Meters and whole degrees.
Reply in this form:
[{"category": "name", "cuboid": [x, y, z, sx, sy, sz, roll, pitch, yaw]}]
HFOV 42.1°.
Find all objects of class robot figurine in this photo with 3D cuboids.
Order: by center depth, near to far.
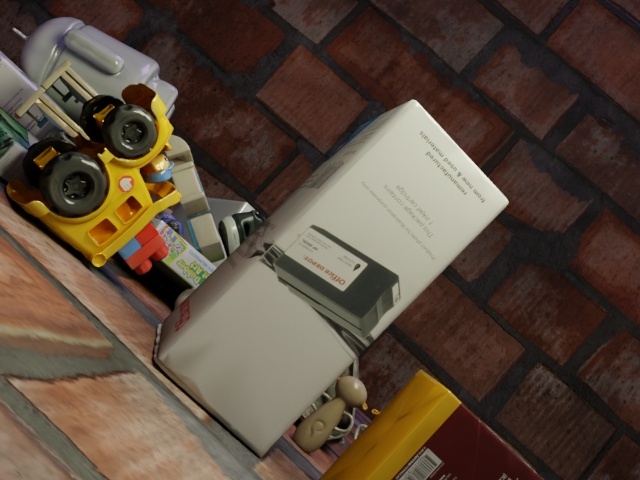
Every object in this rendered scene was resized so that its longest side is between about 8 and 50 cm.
[{"category": "robot figurine", "cuboid": [-0.486, -0.344, 1.779, 0.354, 0.199, 0.300, 28, -26, -5]}]

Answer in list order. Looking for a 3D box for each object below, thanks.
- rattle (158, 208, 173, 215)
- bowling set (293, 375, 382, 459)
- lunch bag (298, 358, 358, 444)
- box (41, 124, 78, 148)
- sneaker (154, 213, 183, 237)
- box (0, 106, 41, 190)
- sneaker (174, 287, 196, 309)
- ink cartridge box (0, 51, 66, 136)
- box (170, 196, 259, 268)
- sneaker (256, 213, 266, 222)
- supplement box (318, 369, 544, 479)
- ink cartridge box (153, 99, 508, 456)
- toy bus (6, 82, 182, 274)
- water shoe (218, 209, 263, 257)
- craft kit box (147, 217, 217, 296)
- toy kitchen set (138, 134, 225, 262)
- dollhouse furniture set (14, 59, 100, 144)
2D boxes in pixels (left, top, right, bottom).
[{"category": "rattle", "cuboid": [-0.435, -0.014, 2.047, 0.200, 0.143, 0.130, 15, -56, 48]}, {"category": "bowling set", "cuboid": [0.109, 0.322, 1.238, 0.287, 0.154, 0.200, 42, -4, 12]}, {"category": "lunch bag", "cuboid": [-0.013, 0.209, 1.453, 0.235, 0.169, 0.286, 99, -20, -80]}, {"category": "box", "cuboid": [-0.544, -0.195, 1.806, 0.207, 0.114, 0.036, 39, -5, 36]}, {"category": "sneaker", "cuboid": [-0.309, -0.018, 1.602, 0.083, 0.087, 0.221, 30, -19, -18]}, {"category": "box", "cuboid": [-0.455, -0.128, 1.281, 0.322, 0.058, 0.232, 37, -7, 42]}, {"category": "sneaker", "cuboid": [-0.144, 0.146, 1.295, 0.235, 0.094, 0.090, 17, -21, 30]}, {"category": "ink cartridge box", "cuboid": [-0.633, -0.303, 1.586, 0.278, 0.117, 0.201, 44, -5, -14]}, {"category": "box", "cuboid": [-0.201, 0.040, 1.748, 0.215, 0.168, 0.345, 45, -16, -24]}, {"category": "sneaker", "cuboid": [0.000, 0.000, 1.564, 0.294, 0.146, 0.102, 4, -10, -7]}, {"category": "supplement box", "cuboid": [0.135, 0.291, 0.953, 0.194, 0.191, 0.129, 44, -4, -7]}, {"category": "ink cartridge box", "cuboid": [-0.004, 0.035, 1.018, 0.166, 0.395, 0.285, 46, -4, -8]}, {"category": "toy bus", "cuboid": [-0.261, -0.068, 1.098, 0.211, 0.220, 0.149, 52, -13, -29]}, {"category": "water shoe", "cuboid": [-0.119, 0.035, 1.453, 0.203, 0.080, 0.073, 81, -16, -46]}, {"category": "craft kit box", "cuboid": [-0.258, 0.037, 1.426, 0.247, 0.061, 0.250, 21, -20, 51]}, {"category": "toy kitchen set", "cuboid": [-0.273, -0.051, 1.402, 0.122, 0.166, 0.207, 97, -26, -74]}, {"category": "dollhouse furniture set", "cuboid": [-0.450, -0.222, 1.482, 0.129, 0.129, 0.184, 44, -9, -18]}]
